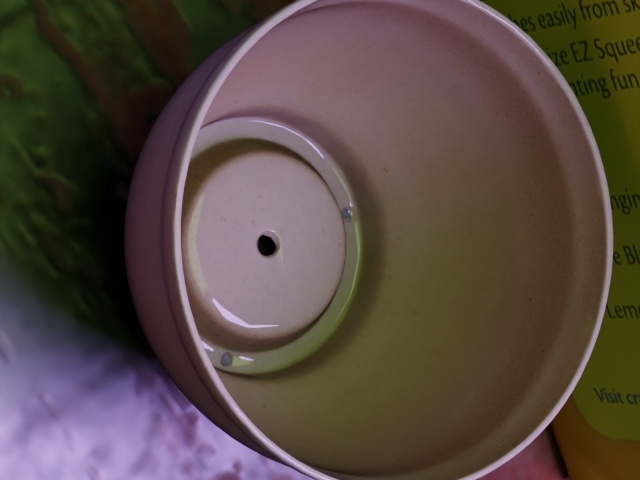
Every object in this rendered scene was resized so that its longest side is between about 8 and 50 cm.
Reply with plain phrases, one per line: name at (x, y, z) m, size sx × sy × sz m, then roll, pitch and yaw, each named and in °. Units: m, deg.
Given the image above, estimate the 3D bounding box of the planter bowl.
planter bowl at (0.000, 0.000, 0.659) m, size 0.162 × 0.109 × 0.162 m, roll 1°, pitch 88°, yaw -31°

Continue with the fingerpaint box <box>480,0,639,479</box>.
fingerpaint box at (0.212, -0.107, 0.593) m, size 0.163 × 0.445 × 0.371 m, roll -25°, pitch 101°, yaw -29°
